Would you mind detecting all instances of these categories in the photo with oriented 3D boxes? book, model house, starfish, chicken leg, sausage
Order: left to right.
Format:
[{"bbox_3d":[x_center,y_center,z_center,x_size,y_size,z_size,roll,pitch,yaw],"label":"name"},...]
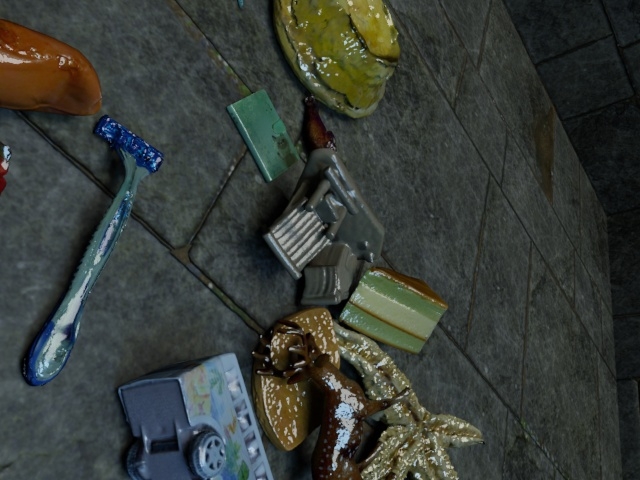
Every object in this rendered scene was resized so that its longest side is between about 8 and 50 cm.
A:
[{"bbox_3d":[-0.315,-0.179,0.575,0.179,0.089,0.089,7,72,-52],"label":"sausage"},{"bbox_3d":[-0.089,-0.176,0.917,0.103,0.017,0.134,-45,113,-49],"label":"book"},{"bbox_3d":[-0.004,-0.003,0.877,0.229,0.123,0.188,58,44,-27],"label":"model house"},{"bbox_3d":[0.009,-0.168,1.015,0.093,0.053,0.204,-54,129,-73],"label":"chicken leg"},{"bbox_3d":[0.125,0.363,0.938,0.432,0.083,0.323,39,55,-27],"label":"starfish"}]

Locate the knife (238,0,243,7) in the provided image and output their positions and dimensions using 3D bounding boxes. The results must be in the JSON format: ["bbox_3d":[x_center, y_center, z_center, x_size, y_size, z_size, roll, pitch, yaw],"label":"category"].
[{"bbox_3d":[-0.143,-0.443,0.958,0.014,0.005,0.090,2,76,-53],"label":"knife"}]

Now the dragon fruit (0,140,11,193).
[{"bbox_3d":[-0.345,-0.076,0.479,0.142,0.121,0.130,57,-1,19],"label":"dragon fruit"}]

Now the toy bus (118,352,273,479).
[{"bbox_3d":[-0.119,0.299,0.639,0.136,0.109,0.329,-18,92,-64],"label":"toy bus"}]

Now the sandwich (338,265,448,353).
[{"bbox_3d":[0.113,0.107,0.999,0.187,0.144,0.117,27,97,-22],"label":"sandwich"}]

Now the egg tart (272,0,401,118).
[{"bbox_3d":[0.056,-0.415,1.102,0.345,0.133,0.344,26,55,-44],"label":"egg tart"}]

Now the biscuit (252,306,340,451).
[{"bbox_3d":[-0.035,0.196,0.822,0.142,0.029,0.220,28,61,-30],"label":"biscuit"}]

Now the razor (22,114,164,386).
[{"bbox_3d":[-0.249,0.002,0.620,0.093,0.056,0.323,38,50,-40],"label":"razor"}]

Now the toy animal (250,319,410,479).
[{"bbox_3d":[0.020,0.243,0.780,0.260,0.087,0.243,18,65,-38],"label":"toy animal"}]
